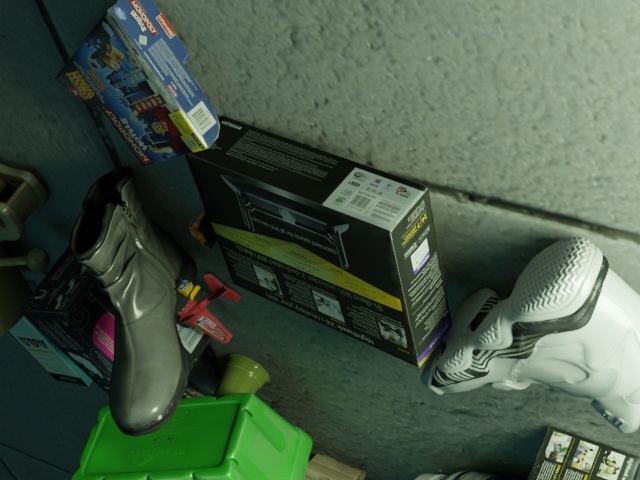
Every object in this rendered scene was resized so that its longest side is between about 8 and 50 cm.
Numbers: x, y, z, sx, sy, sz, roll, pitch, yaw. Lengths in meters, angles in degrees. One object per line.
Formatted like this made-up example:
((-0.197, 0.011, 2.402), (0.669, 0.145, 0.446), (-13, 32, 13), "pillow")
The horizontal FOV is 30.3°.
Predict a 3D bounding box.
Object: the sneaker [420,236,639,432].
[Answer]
((0.274, 0.144, 1.405), (0.210, 0.137, 0.366), (37, 147, -6), "sneaker")

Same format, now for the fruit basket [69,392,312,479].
((-0.187, 0.427, 1.980), (0.392, 0.282, 0.392), (8, 134, 8), "fruit basket")

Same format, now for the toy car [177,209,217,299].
((-0.180, 0.015, 1.648), (0.041, 0.122, 0.060), (16, 165, 29), "toy car")

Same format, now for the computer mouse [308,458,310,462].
((-0.133, 0.390, 2.204), (0.272, 0.072, 0.188), (13, 152, 13), "computer mouse")

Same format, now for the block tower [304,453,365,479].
((0.001, 0.549, 2.138), (0.097, 0.091, 0.335), (20, 114, 20), "block tower")

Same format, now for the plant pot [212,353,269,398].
((-0.140, 0.245, 1.978), (0.083, 0.079, 0.083), (22, 148, 15), "plant pot")

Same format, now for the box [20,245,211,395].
((-0.322, 0.130, 1.885), (0.142, 0.163, 0.247), (0, 139, 45), "box")

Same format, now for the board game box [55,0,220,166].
((-0.226, -0.187, 1.414), (0.194, 0.060, 0.194), (-7, 123, 51), "board game box")

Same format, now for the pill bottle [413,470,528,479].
((0.265, 0.441, 1.840), (0.265, 0.153, 0.153), (0, 138, 42), "pill bottle")

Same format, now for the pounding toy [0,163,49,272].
((-0.527, -0.045, 1.815), (0.270, 0.154, 0.154), (36, 154, -8), "pounding toy")

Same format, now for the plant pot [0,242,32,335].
((-0.650, 0.020, 1.973), (0.257, 0.256, 0.274), (7, 125, 35), "plant pot")

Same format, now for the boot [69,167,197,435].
((-0.275, 0.080, 1.616), (0.118, 0.338, 0.222), (-17, 136, 15), "boot")

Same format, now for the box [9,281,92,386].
((-0.519, 0.175, 2.225), (0.101, 0.060, 0.244), (4, 140, 38), "box")

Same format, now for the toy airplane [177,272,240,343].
((-0.184, 0.097, 1.825), (0.151, 0.028, 0.151), (11, 137, 11), "toy airplane")

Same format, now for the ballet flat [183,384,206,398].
((-0.247, 0.284, 2.169), (0.114, 0.041, 0.041), (36, 149, -8), "ballet flat")

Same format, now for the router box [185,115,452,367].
((0.000, 0.000, 1.438), (0.309, 0.081, 0.242), (22, 146, 31), "router box")

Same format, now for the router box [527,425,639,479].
((0.345, 0.355, 1.613), (0.133, 0.179, 0.046), (18, 145, 21), "router box")
